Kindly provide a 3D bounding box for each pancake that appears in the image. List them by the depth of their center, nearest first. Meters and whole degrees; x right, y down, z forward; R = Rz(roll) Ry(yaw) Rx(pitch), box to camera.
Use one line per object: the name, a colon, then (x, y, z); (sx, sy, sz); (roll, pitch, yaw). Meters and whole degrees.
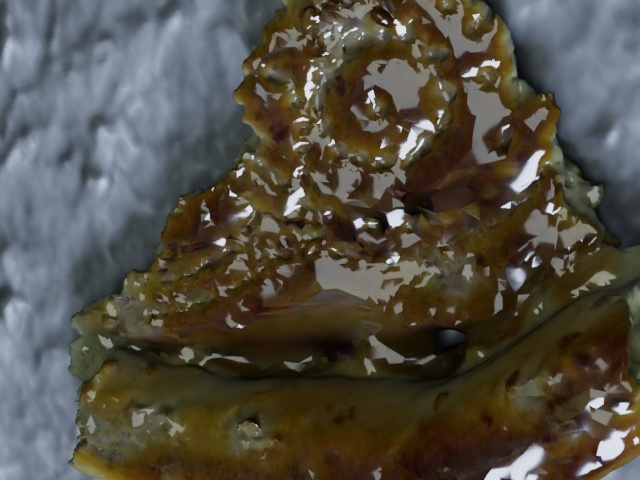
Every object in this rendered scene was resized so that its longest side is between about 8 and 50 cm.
pancake: (0.000, 0.000, 0.497); (0.266, 0.057, 0.244); (3, 110, 23)
